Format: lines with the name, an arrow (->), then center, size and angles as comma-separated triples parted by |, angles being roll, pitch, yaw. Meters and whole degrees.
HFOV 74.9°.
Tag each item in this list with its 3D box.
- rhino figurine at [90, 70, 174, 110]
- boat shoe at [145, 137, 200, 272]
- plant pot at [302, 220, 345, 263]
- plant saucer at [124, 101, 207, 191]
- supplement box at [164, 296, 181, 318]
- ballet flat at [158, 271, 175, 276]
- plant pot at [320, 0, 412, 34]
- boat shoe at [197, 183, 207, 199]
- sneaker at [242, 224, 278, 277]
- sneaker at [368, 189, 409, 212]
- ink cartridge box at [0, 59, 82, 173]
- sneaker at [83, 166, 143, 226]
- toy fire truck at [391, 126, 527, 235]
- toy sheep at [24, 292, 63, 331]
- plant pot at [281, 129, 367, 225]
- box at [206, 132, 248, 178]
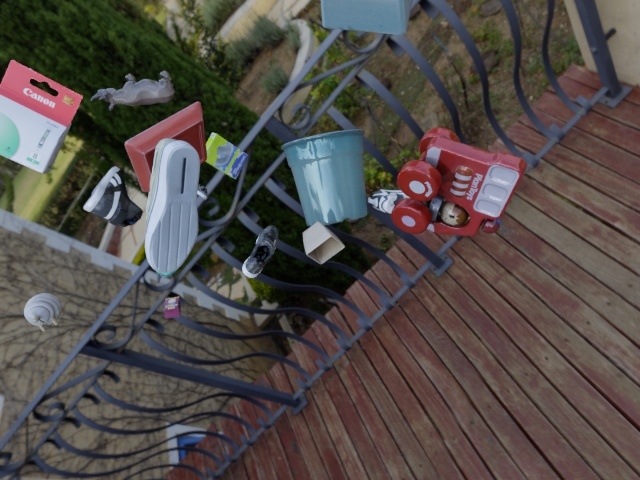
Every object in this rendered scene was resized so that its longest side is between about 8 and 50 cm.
rhino figurine -> -0.556, -0.443, 1.247 | 0.106, 0.243, 0.073 | 53, 150, 31
boat shoe -> -0.332, -0.077, 0.932 | 0.094, 0.109, 0.303 | 34, 114, 44
plant pot -> 0.000, 0.000, 1.448 | 0.109, 0.109, 0.096 | -37, 57, 12
plant saucer -> -0.455, -0.273, 1.301 | 0.047, 0.259, 0.258 | 44, 65, 12
supplement box -> -0.564, 0.255, 1.592 | 0.083, 0.054, 0.043 | -124, 29, -61
ballet flat -> -0.497, 0.017, 1.383 | 0.247, 0.083, 0.087 | -100, 15, -58
plant pot -> 0.128, -0.738, 1.092 | 0.247, 0.252, 0.247 | 11, 83, 10
boat shoe -> -0.477, -0.200, 1.678 | 0.040, 0.049, 0.142 | -52, 32, -3
sneaker -> -0.194, 0.025, 1.489 | 0.106, 0.078, 0.234 | -41, 19, 48
sneaker -> 0.294, -0.172, 1.720 | 0.153, 0.234, 0.094 | 23, 125, 45
ink cartridge box -> -0.743, -0.311, 1.057 | 0.225, 0.181, 0.056 | -61, 19, 7
sneaker -> -0.500, -0.099, 1.042 | 0.079, 0.121, 0.217 | -44, 29, 14
toy fire truck -> 0.327, -0.111, 1.017 | 0.253, 0.302, 0.169 | 25, 58, 19
toy sheep -> -0.723, 0.183, 1.090 | 0.091, 0.091, 0.132 | -58, 27, -1
plant pot -> 0.038, -0.242, 1.687 | 0.341, 0.341, 0.334 | -3, 100, 44
box -> -0.360, -0.316, 1.591 | 0.042, 0.178, 0.109 | 28, 88, 47
